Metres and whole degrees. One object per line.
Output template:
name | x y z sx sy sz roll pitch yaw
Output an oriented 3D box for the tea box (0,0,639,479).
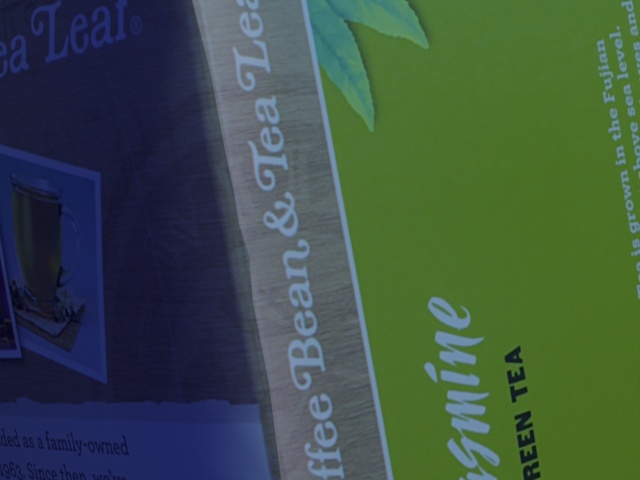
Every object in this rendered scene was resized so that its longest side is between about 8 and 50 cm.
tea box | 0.000 0.000 0.614 0.323 0.329 0.220 -12 94 -38
